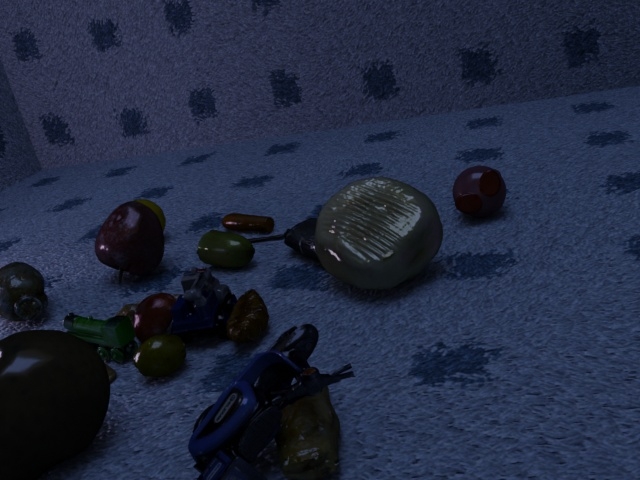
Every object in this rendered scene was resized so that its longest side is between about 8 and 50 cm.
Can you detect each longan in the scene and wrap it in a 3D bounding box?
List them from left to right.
[{"bbox_3d":[-0.613,0.343,1.410,0.350,0.289,0.288,-34,28,-20],"label":"longan"}]

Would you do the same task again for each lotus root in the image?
[{"bbox_3d":[-0.973,0.155,2.172,0.175,0.175,0.349,-23,21,-25],"label":"lotus root"}]

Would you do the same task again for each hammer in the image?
[{"bbox_3d":[-0.185,-0.008,2.352,0.178,0.021,0.065,-10,22,14],"label":"hammer"}]

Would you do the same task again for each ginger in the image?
[{"bbox_3d":[-0.505,0.202,1.964,0.176,0.053,0.193,8,30,29],"label":"ginger"}]

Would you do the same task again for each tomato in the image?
[{"bbox_3d":[-0.462,0.199,1.835,0.155,0.069,0.156,-32,37,28],"label":"tomato"}]

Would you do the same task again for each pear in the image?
[{"bbox_3d":[-0.388,0.278,1.649,0.131,0.107,0.107,-28,25,-16],"label":"pear"}]

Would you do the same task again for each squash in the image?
[{"bbox_3d":[-0.290,0.033,2.181,0.186,0.123,0.123,8,29,32],"label":"squash"}]

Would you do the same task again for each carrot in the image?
[{"bbox_3d":[-0.269,-0.064,2.469,0.225,0.067,0.067,6,28,34],"label":"carrot"}]

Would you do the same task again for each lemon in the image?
[{"bbox_3d":[-0.669,-0.068,2.540,0.180,0.181,0.193,-3,7,22],"label":"lemon"}]

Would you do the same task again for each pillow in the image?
[{"bbox_3d":[0.000,0.000,2.131,0.161,0.093,0.335,-20,23,-27],"label":"pillow"}]

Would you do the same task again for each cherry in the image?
[{"bbox_3d":[-0.636,0.014,2.270,0.235,0.286,0.213,7,-11,10],"label":"cherry"}]

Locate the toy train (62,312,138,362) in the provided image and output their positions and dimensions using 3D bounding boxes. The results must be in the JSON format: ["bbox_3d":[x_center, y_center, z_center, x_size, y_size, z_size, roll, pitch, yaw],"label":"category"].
[{"bbox_3d":[-0.589,0.251,1.804,0.251,0.119,0.085,4,28,32],"label":"toy train"}]

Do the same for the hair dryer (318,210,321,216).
[{"bbox_3d":[0.183,-0.036,2.074,0.298,0.119,0.296,-11,33,-27],"label":"hair dryer"}]

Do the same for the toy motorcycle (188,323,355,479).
[{"bbox_3d":[-0.096,0.308,1.255,0.359,0.125,0.212,-52,29,-18],"label":"toy motorcycle"}]

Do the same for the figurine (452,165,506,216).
[{"bbox_3d":[0.504,-0.156,2.152,0.173,0.173,0.173,-11,22,4],"label":"figurine"}]

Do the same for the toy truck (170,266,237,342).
[{"bbox_3d":[-0.318,0.164,1.792,0.161,0.177,0.213,-10,23,9],"label":"toy truck"}]

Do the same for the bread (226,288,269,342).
[{"bbox_3d":[-0.183,0.205,1.754,0.104,0.076,0.233,-14,24,9],"label":"bread"}]

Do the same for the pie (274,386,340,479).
[{"bbox_3d":[-0.029,0.355,1.321,0.128,0.068,0.282,-18,19,1],"label":"pie"}]

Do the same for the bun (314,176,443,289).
[{"bbox_3d":[0.161,-0.003,1.884,0.360,0.213,0.361,-13,49,15],"label":"bun"}]

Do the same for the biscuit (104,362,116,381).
[{"bbox_3d":[-0.568,0.335,1.717,0.071,0.018,0.147,-27,27,-34],"label":"biscuit"}]
